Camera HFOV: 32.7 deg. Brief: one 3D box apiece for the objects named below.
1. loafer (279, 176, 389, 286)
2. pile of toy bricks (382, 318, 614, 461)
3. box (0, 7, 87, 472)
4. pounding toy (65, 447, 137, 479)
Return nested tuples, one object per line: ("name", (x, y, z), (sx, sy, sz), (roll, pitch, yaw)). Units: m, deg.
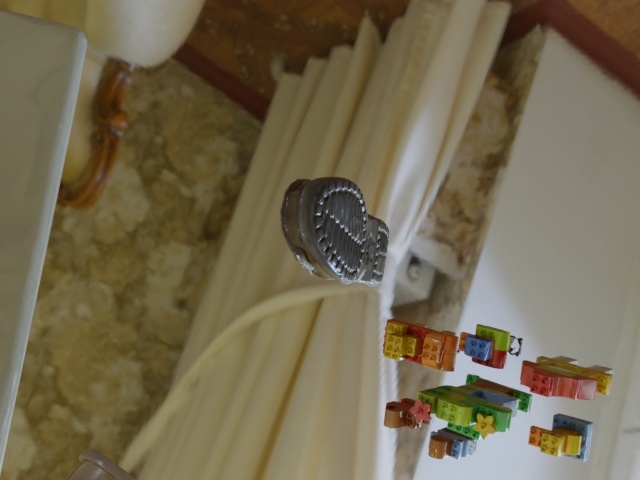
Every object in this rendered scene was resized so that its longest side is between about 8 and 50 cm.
("loafer", (0.000, 0.000, 1.540), (0.130, 0.133, 0.366), (6, 168, 16))
("pile of toy bricks", (0.118, 0.130, 0.884), (0.212, 0.118, 0.105), (12, -171, 38))
("box", (-0.188, 0.062, 0.445), (0.121, 0.311, 0.148), (12, 155, -16))
("pounding toy", (-0.274, 0.369, 1.351), (0.154, 0.155, 0.269), (23, 149, 31))
